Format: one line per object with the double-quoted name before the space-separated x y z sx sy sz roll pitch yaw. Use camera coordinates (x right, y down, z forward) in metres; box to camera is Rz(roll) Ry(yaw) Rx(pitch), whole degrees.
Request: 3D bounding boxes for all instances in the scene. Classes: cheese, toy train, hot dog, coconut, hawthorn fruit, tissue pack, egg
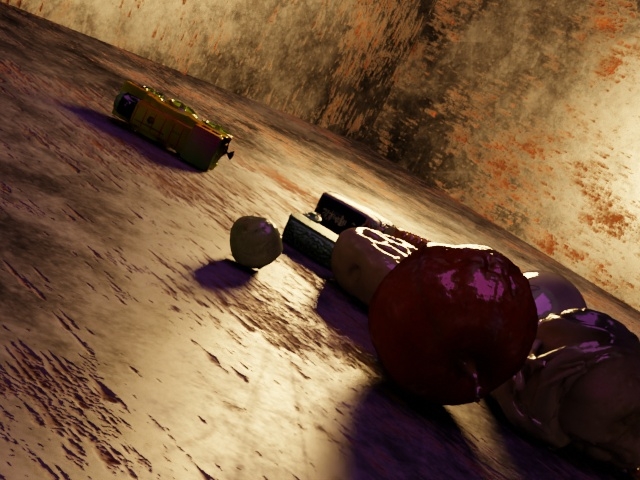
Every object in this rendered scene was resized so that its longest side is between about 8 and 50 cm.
"cheese" 0.121 0.061 1.804 0.218 0.117 0.235 27 12 4
"toy train" 0.000 0.000 1.936 0.172 0.070 0.099 31 22 21
"hot dog" 0.493 0.369 1.530 0.037 0.021 0.083 36 8 -13
"coconut" -0.105 0.006 1.614 0.088 0.096 0.088 -5 33 3
"hawthorn fruit" 0.190 0.133 1.380 0.242 0.242 0.271 25 25 -11
"tissue pack" 0.073 -0.036 2.207 0.170 0.090 0.103 28 10 13
"egg" 0.394 0.152 1.848 0.196 0.196 0.271 34 20 31
"toy train" -0.335 -0.259 2.232 0.296 0.100 0.160 28 13 5

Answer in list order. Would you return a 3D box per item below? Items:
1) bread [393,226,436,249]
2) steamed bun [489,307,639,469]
"bread" 0.243 0.008 2.526 0.157 0.044 0.052 23 9 -23
"steamed bun" 0.407 0.206 1.576 0.268 0.207 0.280 24 10 -3
